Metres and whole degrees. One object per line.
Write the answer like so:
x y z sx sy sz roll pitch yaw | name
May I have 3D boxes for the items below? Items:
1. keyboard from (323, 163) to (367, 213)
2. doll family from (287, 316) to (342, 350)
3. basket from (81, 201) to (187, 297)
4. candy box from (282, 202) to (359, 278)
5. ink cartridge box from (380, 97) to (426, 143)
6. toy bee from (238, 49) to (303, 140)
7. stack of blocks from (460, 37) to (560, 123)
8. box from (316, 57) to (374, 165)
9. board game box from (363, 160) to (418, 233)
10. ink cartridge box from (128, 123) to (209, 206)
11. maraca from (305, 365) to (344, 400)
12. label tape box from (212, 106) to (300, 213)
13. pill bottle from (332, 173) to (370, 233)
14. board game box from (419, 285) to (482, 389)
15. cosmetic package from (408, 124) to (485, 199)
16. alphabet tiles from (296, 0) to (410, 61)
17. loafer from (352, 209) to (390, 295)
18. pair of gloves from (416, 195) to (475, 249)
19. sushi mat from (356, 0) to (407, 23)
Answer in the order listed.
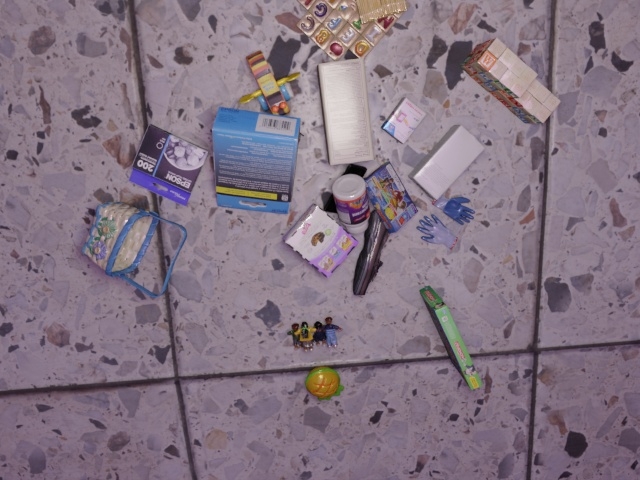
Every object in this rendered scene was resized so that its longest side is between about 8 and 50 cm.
0.085 -0.173 1.702 0.100 0.038 0.192 10 126 -34 | keyboard
-0.020 0.327 1.816 0.193 0.076 0.111 -9 99 -6 | doll family
-0.593 0.020 1.640 0.289 0.201 0.254 24 100 1 | basket
0.000 0.000 1.716 0.196 0.070 0.164 42 90 -18 | candy box
0.270 -0.391 1.668 0.089 0.052 0.122 35 98 -10 | ink cartridge box
-0.133 -0.447 1.577 0.298 0.162 0.195 42 96 -11 | toy bee
0.598 -0.491 1.602 0.297 0.171 0.087 36 99 -11 | stack of blocks
0.078 -0.402 1.618 0.148 0.121 0.310 -6 104 -2 | box
0.230 -0.143 1.696 0.136 0.035 0.201 -40 105 -32 | board game box
-0.497 -0.240 1.665 0.207 0.045 0.208 24 102 -9 | ink cartridge box
0.016 0.522 1.853 0.127 0.099 0.185 -25 129 5 | maraca
-0.203 -0.240 1.622 0.250 0.115 0.347 7 145 -3 | label tape box
0.105 -0.112 1.661 0.108 0.108 0.193 -16 139 1 | pill bottle
0.445 0.329 1.768 0.046 0.213 0.317 -26 103 3 | board game box
0.413 -0.259 1.693 0.117 0.085 0.231 42 96 -12 | cosmetic package
0.100 -0.744 1.595 0.285 0.011 0.342 41 98 -12 | alphabet tiles
0.187 0.051 1.744 0.095 0.109 0.302 11 99 -11 | loafer
0.435 -0.071 1.770 0.159 0.023 0.198 28 101 -11 | pair of gloves
0.158 -0.840 1.559 0.152 0.019 0.316 -15 103 2 | sushi mat
